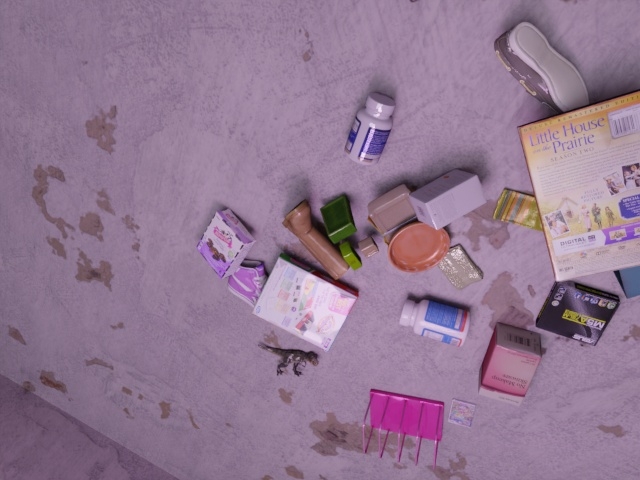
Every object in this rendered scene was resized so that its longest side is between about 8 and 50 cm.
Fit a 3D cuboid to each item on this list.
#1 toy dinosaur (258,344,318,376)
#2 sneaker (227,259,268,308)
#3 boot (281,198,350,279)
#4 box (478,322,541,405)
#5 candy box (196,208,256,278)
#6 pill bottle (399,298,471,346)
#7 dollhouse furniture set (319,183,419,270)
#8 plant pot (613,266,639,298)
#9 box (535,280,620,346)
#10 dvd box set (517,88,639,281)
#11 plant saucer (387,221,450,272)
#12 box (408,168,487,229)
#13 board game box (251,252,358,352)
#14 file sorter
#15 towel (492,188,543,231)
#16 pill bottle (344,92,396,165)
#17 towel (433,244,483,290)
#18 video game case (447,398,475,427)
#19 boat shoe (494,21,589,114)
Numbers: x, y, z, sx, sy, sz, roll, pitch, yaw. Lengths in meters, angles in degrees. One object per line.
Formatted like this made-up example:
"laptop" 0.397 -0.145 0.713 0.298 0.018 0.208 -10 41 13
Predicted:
"toy dinosaur" -0.127 0.493 2.136 0.267 0.064 0.118 7 106 17
"sneaker" -0.211 0.175 1.960 0.282 0.102 0.161 28 121 3
"boot" 0.000 0.000 1.727 0.269 0.089 0.236 47 168 0
"box" 0.634 0.418 1.770 0.148 0.127 0.233 14 122 12
"candy box" -0.344 0.012 1.899 0.165 0.070 0.196 48 125 16
"pill bottle" 0.385 0.271 1.779 0.221 0.124 0.124 16 123 11
"dollhouse furniture set" 0.182 -0.069 1.695 0.301 0.151 0.198 -29 128 13
"plant pot" 0.916 0.020 1.421 0.234 0.165 0.166 -19 111 23
"box" 0.801 0.225 1.647 0.190 0.045 0.184 18 121 10
"dvd box set" 0.697 -0.128 1.313 0.307 0.062 0.421 -16 100 18
"plant saucer" 0.307 0.017 1.660 0.199 0.037 0.200 -4 128 -5
"box" 0.364 -0.121 1.515 0.170 0.130 0.091 -28 110 -4
"board game box" -0.056 0.224 1.889 0.316 0.064 0.242 28 103 -1
"file sorter" 0.318 0.739 2.039 0.290 0.182 0.202 6 121 17
"towel" 0.639 -0.076 1.547 0.237 0.021 0.102 17 124 10
"pill bottle" 0.148 -0.325 1.529 0.111 0.112 0.187 25 124 5
"towel" 0.447 0.091 1.710 0.110 0.027 0.148 -33 104 33
"video game case" 0.541 0.662 2.016 0.087 0.011 0.122 11 122 14
"boat shoe" 0.563 -0.419 1.334 0.305 0.109 0.091 39 166 -19
